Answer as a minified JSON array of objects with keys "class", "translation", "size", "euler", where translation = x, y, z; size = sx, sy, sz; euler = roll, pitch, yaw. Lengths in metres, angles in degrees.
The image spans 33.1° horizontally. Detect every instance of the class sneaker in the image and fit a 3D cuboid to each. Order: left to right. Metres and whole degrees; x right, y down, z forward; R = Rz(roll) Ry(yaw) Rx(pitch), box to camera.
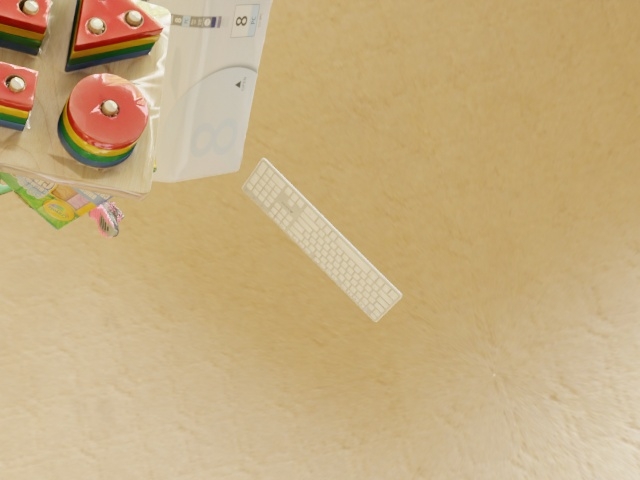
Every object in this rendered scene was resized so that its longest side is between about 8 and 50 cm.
[{"class":"sneaker","translation":[-0.376,-0.042,1.934],"size":[0.119,0.057,0.047],"euler":[48,126,49]}]

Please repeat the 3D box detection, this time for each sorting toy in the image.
[{"class":"sorting toy","translation":[-0.294,-0.200,1.207],"size":[0.255,0.089,0.257],"euler":[12,63,-21]}]

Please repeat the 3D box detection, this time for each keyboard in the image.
[{"class":"keyboard","translation":[0.000,0.000,1.414],"size":[0.256,0.072,0.014],"euler":[45,52,4]}]

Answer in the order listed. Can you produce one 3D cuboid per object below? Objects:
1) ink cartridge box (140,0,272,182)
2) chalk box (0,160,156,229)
[{"class":"ink cartridge box","translation":[-0.253,-0.229,1.557],"size":[0.091,0.385,0.308],"euler":[32,121,33]},{"class":"chalk box","translation":[-0.338,-0.115,1.403],"size":[0.213,0.132,0.132],"euler":[-29,39,14]}]
